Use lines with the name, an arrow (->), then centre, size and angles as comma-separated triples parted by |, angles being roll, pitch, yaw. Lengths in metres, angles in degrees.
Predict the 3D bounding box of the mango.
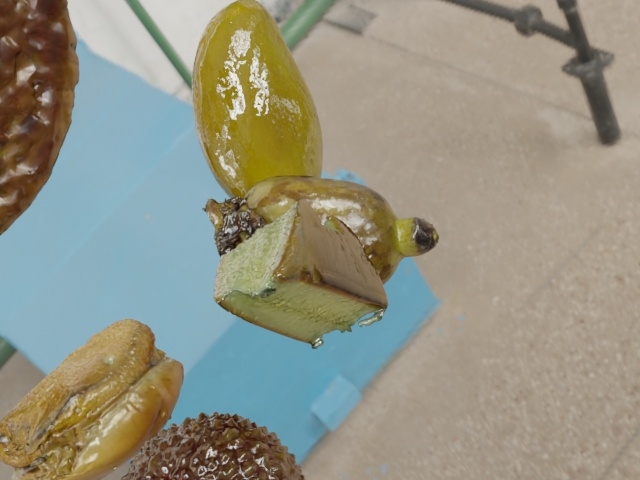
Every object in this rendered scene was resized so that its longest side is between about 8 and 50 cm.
mango -> -0.100, -0.184, 1.618 | 0.142, 0.331, 0.195 | -11, 15, 47

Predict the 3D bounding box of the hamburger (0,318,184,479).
hamburger -> -0.354, 0.269, 1.678 | 0.290, 0.170, 0.314 | -31, 12, 41

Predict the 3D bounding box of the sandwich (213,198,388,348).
sandwich -> -0.034, 0.035, 1.211 | 0.122, 0.236, 0.128 | -35, 64, 14

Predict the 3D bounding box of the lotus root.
lotus root -> 0.000, 0.000, 1.460 | 0.314, 0.141, 0.169 | 4, 71, -2

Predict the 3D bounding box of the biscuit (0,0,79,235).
biscuit -> -0.308, -0.117, 0.641 | 0.081, 0.334, 0.289 | 7, 60, 55

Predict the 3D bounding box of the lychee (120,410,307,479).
lychee -> -0.118, 0.335, 1.339 | 0.271, 0.271, 0.271 | -17, 46, 19
